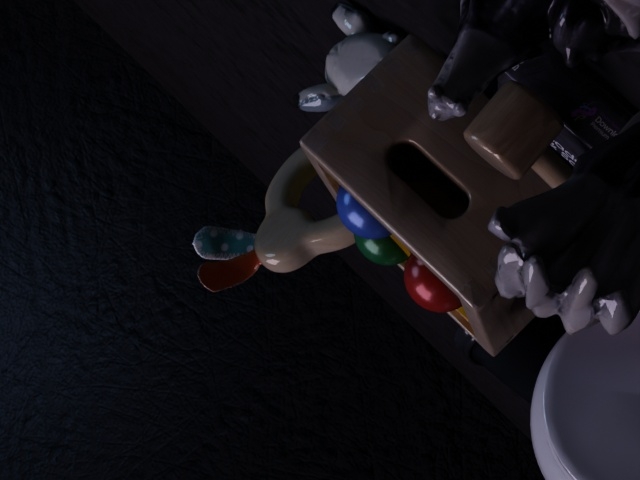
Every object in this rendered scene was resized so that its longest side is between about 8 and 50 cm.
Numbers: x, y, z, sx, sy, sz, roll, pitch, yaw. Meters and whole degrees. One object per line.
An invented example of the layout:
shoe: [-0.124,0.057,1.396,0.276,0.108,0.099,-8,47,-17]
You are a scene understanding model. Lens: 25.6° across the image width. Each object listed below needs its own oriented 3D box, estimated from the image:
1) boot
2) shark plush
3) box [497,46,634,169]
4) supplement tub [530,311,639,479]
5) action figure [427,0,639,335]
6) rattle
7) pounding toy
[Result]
boot: [0.222,0.131,1.103,0.207,0.094,0.246,46,-176,25]
shark plush: [0.055,-0.107,0.878,0.067,0.073,0.161,23,168,-36]
box: [0.138,-0.035,0.709,0.116,0.029,0.162,43,175,14]
supplement tub: [0.199,0.114,0.816,0.144,0.144,0.200,43,175,23]
action figure: [0.056,-0.074,0.354,0.164,0.141,0.276,43,173,2]
rattle: [0.000,0.000,1.243,0.130,0.200,0.143,42,176,30]
pounding toy: [0.078,-0.009,0.702,0.181,0.094,0.206,45,177,19]
